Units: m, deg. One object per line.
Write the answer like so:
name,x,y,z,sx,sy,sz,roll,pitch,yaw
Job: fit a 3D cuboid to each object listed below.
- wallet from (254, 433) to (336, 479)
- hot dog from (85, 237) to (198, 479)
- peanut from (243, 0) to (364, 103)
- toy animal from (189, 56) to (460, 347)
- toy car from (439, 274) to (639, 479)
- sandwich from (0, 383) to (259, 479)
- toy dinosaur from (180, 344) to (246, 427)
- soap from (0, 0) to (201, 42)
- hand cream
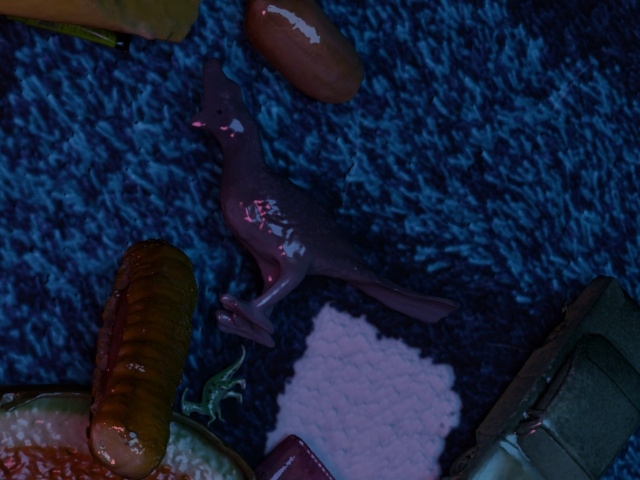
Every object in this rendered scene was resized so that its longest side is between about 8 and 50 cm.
wallet,-0.069,0.306,1.632,0.232,0.025,0.119,-43,105,-23
hot dog,-0.155,0.095,1.500,0.083,0.068,0.289,25,33,-16
peanut,-0.017,-0.195,1.677,0.152,0.076,0.076,43,69,-22
toy animal,-0.029,0.013,1.643,0.367,0.081,0.206,46,57,-16
toy car,0.255,0.190,1.765,0.141,0.097,0.320,46,67,-15
sandwich,-0.203,0.227,1.531,0.292,0.109,0.212,-1,92,-24
toy dinosaur,-0.105,0.142,1.633,0.062,0.021,0.083,4,85,-13
soap,-0.280,-0.355,1.535,0.427,0.115,0.306,10,84,-26
hand cream,-0.236,-0.207,1.594,0.122,0.023,0.036,10,66,-27
